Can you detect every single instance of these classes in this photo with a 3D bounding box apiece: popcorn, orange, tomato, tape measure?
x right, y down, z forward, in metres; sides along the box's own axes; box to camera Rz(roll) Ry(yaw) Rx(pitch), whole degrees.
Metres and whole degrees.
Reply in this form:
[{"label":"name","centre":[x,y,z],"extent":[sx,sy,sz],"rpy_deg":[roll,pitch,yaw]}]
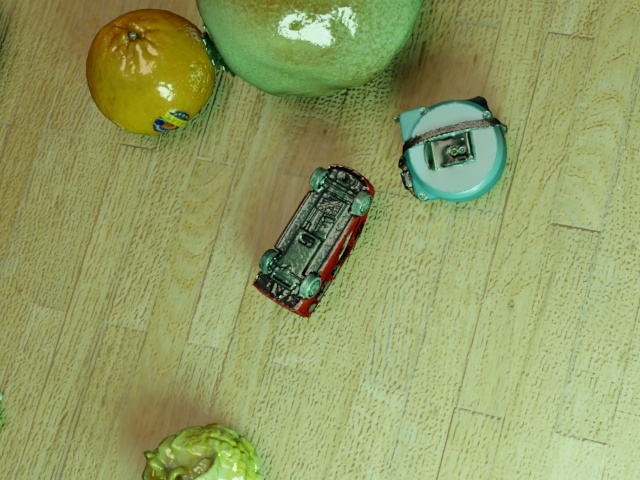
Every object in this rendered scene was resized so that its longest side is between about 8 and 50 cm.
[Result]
[{"label":"popcorn","centre":[-0.141,0.296,1.488],"extent":[0.135,0.162,0.141],"rpy_deg":[-31,90,-29]},{"label":"orange","centre":[-0.233,-0.231,1.645],"extent":[0.177,0.155,0.178],"rpy_deg":[-5,79,29]},{"label":"tomato","centre":[-0.026,-0.309,1.524],"extent":[0.303,0.303,0.239],"rpy_deg":[15,78,21]},{"label":"tape measure","centre":[0.168,-0.111,1.518],"extent":[0.146,0.081,0.125],"rpy_deg":[-13,82,15]}]

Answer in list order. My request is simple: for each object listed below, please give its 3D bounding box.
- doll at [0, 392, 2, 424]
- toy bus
[{"label":"doll","centre":[-0.508,0.210,1.651],"extent":[0.106,0.062,0.162],"rpy_deg":[-30,62,-37]},{"label":"toy bus","centre":[0.000,0.000,1.534],"extent":[0.081,0.089,0.195],"rpy_deg":[30,86,22]}]
